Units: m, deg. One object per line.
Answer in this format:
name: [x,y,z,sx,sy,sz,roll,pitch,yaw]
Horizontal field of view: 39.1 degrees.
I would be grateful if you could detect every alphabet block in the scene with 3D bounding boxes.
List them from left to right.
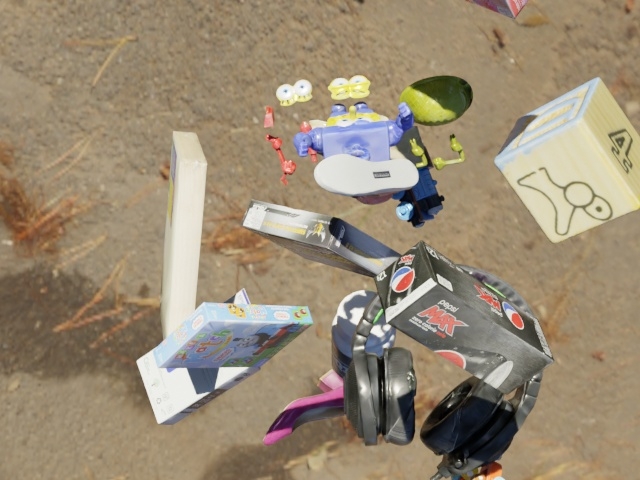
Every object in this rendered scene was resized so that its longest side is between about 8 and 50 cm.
alphabet block: [0.464,-0.144,1.638,0.192,0.193,0.197,-26,108,41]

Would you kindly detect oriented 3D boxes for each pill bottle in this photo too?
pill bottle: [0.107,0.251,2.265,0.161,0.161,0.283,-9,148,-4]

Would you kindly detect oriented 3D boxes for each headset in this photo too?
headset: [0.137,0.222,1.134,0.243,0.185,0.394,19,91,1]

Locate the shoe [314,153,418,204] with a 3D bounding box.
shoe: [0.056,-0.085,1.354,0.178,0.063,0.081,-4,163,-32]

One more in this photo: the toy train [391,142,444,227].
toy train: [0.204,-0.123,1.961,0.105,0.184,0.080,-25,172,32]

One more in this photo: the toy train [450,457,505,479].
toy train: [0.205,0.320,1.245,0.046,0.125,0.166,24,149,-6]

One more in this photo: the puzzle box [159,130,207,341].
puzzle box: [-0.279,0.006,1.804,0.052,0.272,0.409,3,109,-13]

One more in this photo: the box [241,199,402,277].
box: [0.000,0.000,1.586,0.183,0.231,0.056,29,79,-45]

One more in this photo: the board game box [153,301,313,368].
board game box: [-0.141,0.157,1.467,0.211,0.039,0.160,7,143,-41]

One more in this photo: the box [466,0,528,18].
box: [0.199,-0.457,1.207,0.142,0.154,0.300,-54,144,-3]

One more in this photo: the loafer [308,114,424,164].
loafer: [0.086,-0.206,1.784,0.268,0.102,0.092,9,82,-26]

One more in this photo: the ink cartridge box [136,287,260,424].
ink cartridge box: [-0.248,0.260,1.989,0.332,0.165,0.065,-34,154,21]

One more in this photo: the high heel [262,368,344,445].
high heel: [-0.013,0.402,2.019,0.244,0.117,0.082,-36,160,-33]

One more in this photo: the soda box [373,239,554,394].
soda box: [0.124,0.069,0.768,0.169,0.053,0.060,32,119,-33]

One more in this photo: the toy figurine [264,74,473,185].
toy figurine: [0.086,-0.152,1.484,0.362,0.217,0.191,-4,115,1]
